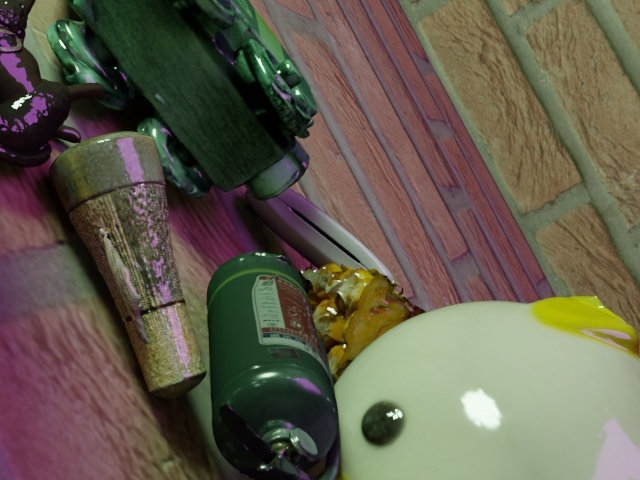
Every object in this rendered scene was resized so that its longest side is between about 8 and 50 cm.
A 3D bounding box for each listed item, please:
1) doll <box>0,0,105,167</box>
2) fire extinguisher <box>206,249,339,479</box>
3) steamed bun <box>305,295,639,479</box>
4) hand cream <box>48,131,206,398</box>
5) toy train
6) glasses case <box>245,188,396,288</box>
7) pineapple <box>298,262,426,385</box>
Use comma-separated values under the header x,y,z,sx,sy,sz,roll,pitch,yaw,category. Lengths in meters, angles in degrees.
x,y,z,sx,sy,sz,roll,pitch,yaw,category
-0.233,-0.119,0.683,0.139,0.057,0.165,62,25,-6,doll
-0.036,0.103,0.691,0.118,0.093,0.294,43,10,-21,fire extinguisher
0.148,0.227,0.734,0.334,0.334,0.373,33,32,-52,steamed bun
-0.139,0.023,0.703,0.084,0.084,0.203,-4,74,-68,hand cream
-0.128,-0.178,0.879,0.299,0.167,0.238,52,12,-28,toy train
0.000,0.000,0.999,0.193,0.049,0.074,37,-11,0,glasses case
0.010,0.102,0.936,0.164,0.139,0.250,25,-11,22,pineapple
